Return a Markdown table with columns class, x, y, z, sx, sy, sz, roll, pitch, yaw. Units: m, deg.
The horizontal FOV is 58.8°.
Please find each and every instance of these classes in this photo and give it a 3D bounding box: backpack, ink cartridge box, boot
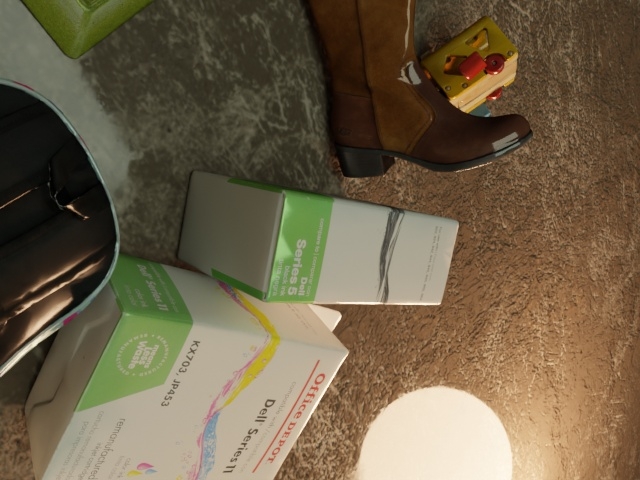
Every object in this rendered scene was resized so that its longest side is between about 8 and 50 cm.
| class | x | y | z | sx | sy | sz | roll | pitch | yaw |
| --- | --- | --- | --- | --- | --- | --- | --- | --- | --- |
| backpack | -0.298 | -0.002 | 0.437 | 0.253 | 0.191 | 0.225 | -42 | 123 | -38 |
| ink cartridge box | -0.113 | 0.161 | 0.650 | 0.353 | 0.119 | 0.207 | 18 | 106 | -41 |
| ink cartridge box | 0.000 | 0.000 | 0.685 | 0.272 | 0.198 | 0.115 | 7 | 96 | -40 |
| boot | 0.125 | -0.231 | 0.721 | 0.096 | 0.264 | 0.281 | -47 | 132 | -56 |

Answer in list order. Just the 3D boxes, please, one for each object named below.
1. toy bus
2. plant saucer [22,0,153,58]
| class | x | y | z | sx | sy | sz | roll | pitch | yaw |
| --- | --- | --- | --- | --- | --- | --- | --- | --- | --- |
| toy bus | 0.191 | -0.238 | 0.848 | 0.202 | 0.191 | 0.104 | -19 | 69 | -36 |
| plant saucer | -0.220 | -0.304 | 0.532 | 0.188 | 0.045 | 0.188 | -48 | 126 | -21 |
